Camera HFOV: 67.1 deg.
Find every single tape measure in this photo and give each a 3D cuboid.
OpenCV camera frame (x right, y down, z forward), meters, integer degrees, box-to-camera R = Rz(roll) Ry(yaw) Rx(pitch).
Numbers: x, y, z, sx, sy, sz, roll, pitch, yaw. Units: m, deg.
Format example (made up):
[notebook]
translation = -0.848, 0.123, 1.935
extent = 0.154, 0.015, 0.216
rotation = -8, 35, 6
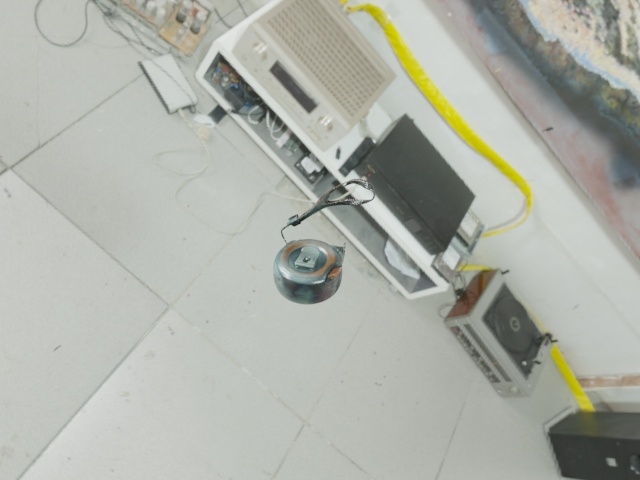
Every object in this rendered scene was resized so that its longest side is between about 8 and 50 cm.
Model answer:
[tape measure]
translation = -0.004, -0.002, 0.641
extent = 0.104, 0.180, 0.107
rotation = 19, 41, -2
